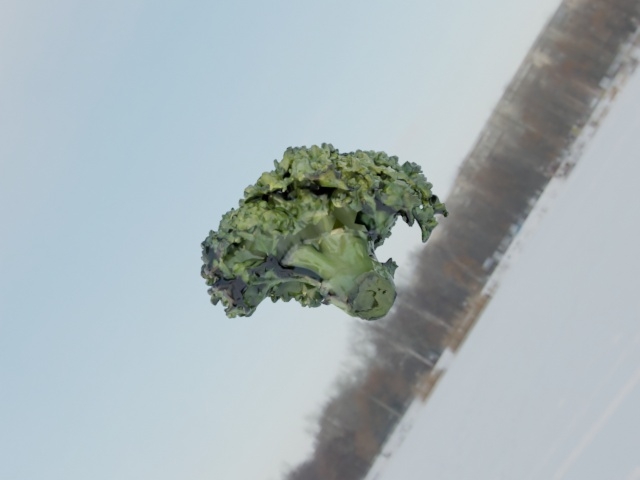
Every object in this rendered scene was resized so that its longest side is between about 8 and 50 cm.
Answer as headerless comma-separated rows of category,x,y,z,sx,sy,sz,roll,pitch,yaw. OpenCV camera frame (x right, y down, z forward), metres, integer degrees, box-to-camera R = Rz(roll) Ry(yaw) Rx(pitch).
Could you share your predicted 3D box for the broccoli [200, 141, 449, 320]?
broccoli,0.000,0.000,0.470,0.097,0.092,0.095,11,-63,-37
